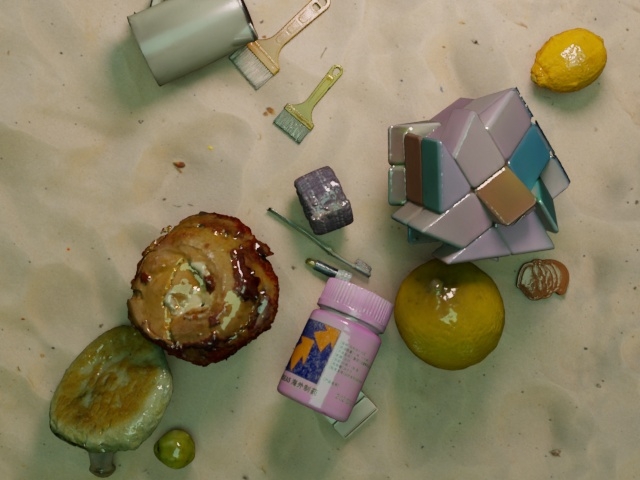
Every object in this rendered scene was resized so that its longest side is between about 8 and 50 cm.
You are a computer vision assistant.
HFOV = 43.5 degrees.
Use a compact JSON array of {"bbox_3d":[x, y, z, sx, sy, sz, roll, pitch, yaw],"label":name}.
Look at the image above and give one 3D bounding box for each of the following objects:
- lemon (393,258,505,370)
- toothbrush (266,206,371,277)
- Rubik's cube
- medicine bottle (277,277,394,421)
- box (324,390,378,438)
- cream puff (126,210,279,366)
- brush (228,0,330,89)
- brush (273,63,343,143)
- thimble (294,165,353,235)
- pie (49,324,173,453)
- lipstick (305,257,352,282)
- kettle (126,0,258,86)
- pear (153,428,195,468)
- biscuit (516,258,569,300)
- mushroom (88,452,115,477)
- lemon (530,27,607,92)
[{"bbox_3d":[0.294,0.169,1.811,0.245,0.320,0.245,-11,58,18],"label":"lemon"},{"bbox_3d":[-0.003,0.005,1.902,0.294,0.026,0.028,30,73,-5],"label":"toothbrush"},{"bbox_3d":[0.323,-0.131,1.746,0.368,0.358,0.387,-38,109,-7],"label":"Rubik's cube"},{"bbox_3d":[0.036,0.247,1.824,0.178,0.178,0.290,25,81,-5],"label":"medicine bottle"},{"bbox_3d":[0.034,0.369,1.929,0.109,0.029,0.198,-42,95,0],"label":"box"},{"bbox_3d":[-0.245,0.113,1.793,0.351,0.229,0.350,-3,81,17],"label":"cream puff"},{"bbox_3d":[-0.082,-0.479,1.868,0.272,0.013,0.103,-42,96,-1],"label":"brush"},{"bbox_3d":[-0.016,-0.332,1.884,0.083,0.011,0.205,40,90,-4],"label":"brush"},{"bbox_3d":[0.006,-0.090,1.836,0.098,0.150,0.150,-23,95,-4],"label":"thimble"},{"bbox_3d":[-0.466,0.332,1.802,0.323,0.323,0.070,-38,139,0],"label":"pie"},{"bbox_3d":[0.018,0.071,1.904,0.116,0.037,0.037,26,92,-1],"label":"lipstick"},{"bbox_3d":[-0.292,-0.491,1.790,0.255,0.165,0.240,-26,67,-2],"label":"kettle"},{"bbox_3d":[-0.344,0.494,1.887,0.097,0.092,0.092,-5,94,-4],"label":"pear"},{"bbox_3d":[0.539,0.094,1.944,0.131,0.019,0.102,-5,93,-2],"label":"biscuit"},{"bbox_3d":[-0.474,0.431,1.873,0.118,0.103,0.270,36,100,-8],"label":"mushroom"},{"bbox_3d":[0.573,-0.412,1.850,0.187,0.142,0.142,-27,95,4],"label":"lemon"}]
